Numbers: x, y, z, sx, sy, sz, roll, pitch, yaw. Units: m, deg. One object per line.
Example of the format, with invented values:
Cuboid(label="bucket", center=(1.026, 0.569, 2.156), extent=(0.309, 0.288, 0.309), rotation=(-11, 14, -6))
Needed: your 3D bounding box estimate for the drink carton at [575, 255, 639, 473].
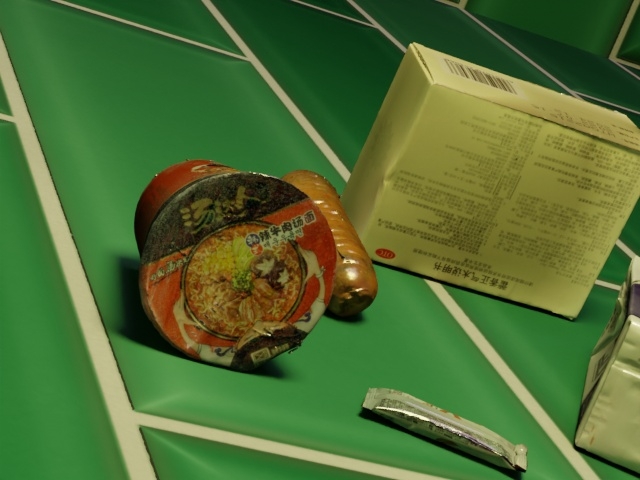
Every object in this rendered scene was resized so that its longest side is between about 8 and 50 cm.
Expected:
Cuboid(label="drink carton", center=(0.267, 0.100, 1.198), extent=(0.134, 0.101, 0.222), rotation=(21, 14, 7))

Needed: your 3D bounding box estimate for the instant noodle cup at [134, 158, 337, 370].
Cuboid(label="instant noodle cup", center=(-0.066, 0.002, 1.066), extent=(0.127, 0.127, 0.136), rotation=(16, 9, -19))

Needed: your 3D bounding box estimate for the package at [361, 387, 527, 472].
Cuboid(label="package", center=(0.078, 0.117, 1.041), extent=(0.110, 0.015, 0.037), rotation=(23, 15, 0))

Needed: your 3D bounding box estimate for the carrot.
Cuboid(label="carrot", center=(0.000, 0.000, 1.247), extent=(0.060, 0.060, 0.186), rotation=(15, 21, -21))

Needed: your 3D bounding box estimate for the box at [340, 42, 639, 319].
Cuboid(label="box", center=(0.144, -0.045, 1.374), extent=(0.212, 0.168, 0.095), rotation=(17, 21, -18))
